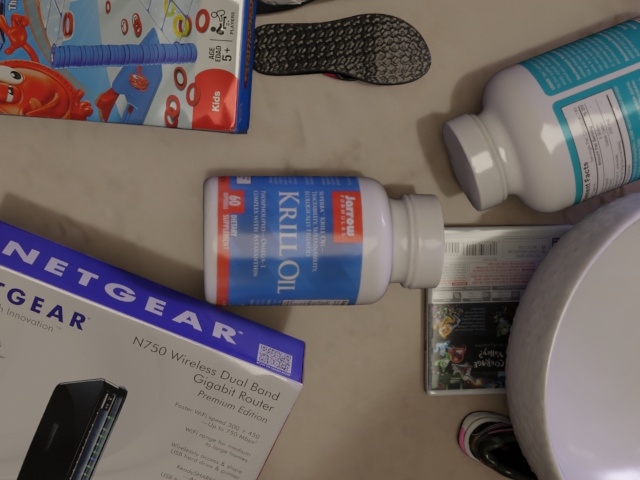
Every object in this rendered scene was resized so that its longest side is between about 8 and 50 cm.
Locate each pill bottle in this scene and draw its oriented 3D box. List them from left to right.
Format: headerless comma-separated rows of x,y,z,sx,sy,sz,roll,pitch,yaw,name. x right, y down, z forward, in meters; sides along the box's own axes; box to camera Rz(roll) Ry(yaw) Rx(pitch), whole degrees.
0.000,0.000,1.063,0.222,0.124,0.124,-1,97,-6,pill bottle
0.254,-0.117,1.062,0.264,0.146,0.146,-21,99,-2,pill bottle

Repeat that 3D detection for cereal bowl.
0.315,0.112,1.079,0.339,0.141,0.339,-3,98,-23,cereal bowl

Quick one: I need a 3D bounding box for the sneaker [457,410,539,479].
0.231,0.227,1.138,0.178,0.077,0.072,9,97,-7,sneaker

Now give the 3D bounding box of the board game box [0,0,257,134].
-0.208,-0.258,1.005,0.302,0.086,0.308,4,97,3,board game box

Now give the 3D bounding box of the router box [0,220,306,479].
-0.224,0.171,1.042,0.335,0.082,0.301,22,112,-7,router box

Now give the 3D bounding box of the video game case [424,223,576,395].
0.200,0.070,1.144,0.190,0.022,0.173,-1,97,-6,video game case

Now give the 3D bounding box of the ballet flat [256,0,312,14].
-0.005,-0.257,1.058,0.203,0.074,0.074,-9,98,-4,ballet flat

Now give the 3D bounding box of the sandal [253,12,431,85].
0.019,-0.185,1.090,0.179,0.040,0.067,4,91,8,sandal
